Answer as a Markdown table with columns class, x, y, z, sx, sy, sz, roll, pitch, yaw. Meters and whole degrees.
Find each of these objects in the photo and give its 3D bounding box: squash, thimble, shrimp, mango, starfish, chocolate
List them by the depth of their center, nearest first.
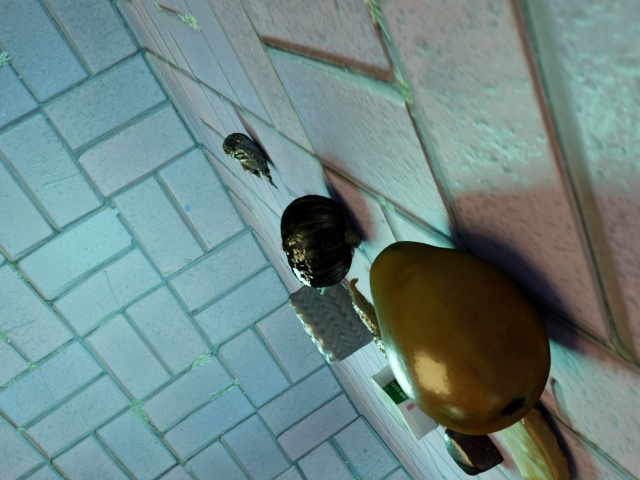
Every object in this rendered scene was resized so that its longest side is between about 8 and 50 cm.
| class | x | y | z | sx | sy | sz | roll | pitch | yaw |
| --- | --- | --- | --- | --- | --- | --- | --- | --- | --- |
| mango | 0.153 | 0.104 | 0.833 | 0.211 | 0.173 | 0.317 | 61 | 177 | -24 |
| squash | -0.006 | 0.000 | 1.375 | 0.193 | 0.156 | 0.193 | 54 | -167 | -18 |
| chocolate | 0.317 | 0.447 | 1.437 | 0.125 | 0.080 | 0.148 | 45 | 164 | 55 |
| starfish | 0.180 | 0.247 | 1.467 | 0.293 | 0.084 | 0.301 | 57 | 176 | -26 |
| shrimp | -0.178 | -0.207 | 1.817 | 0.233 | 0.079 | 0.090 | 47 | 173 | 24 |
| thimble | 0.026 | 0.221 | 1.961 | 0.245 | 0.157 | 0.217 | 57 | 171 | 0 |

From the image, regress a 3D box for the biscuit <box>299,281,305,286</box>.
| class | x | y | z | sx | sy | sz | roll | pitch | yaw |
| --- | --- | --- | --- | --- | --- | --- | --- | --- | --- |
| biscuit | 0.020 | 0.234 | 2.361 | 0.237 | 0.062 | 0.290 | 44 | 163 | 58 |

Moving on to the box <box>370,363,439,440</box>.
| class | x | y | z | sx | sy | sz | roll | pitch | yaw |
| --- | --- | --- | --- | --- | --- | --- | --- | --- | --- |
| box | 0.231 | 0.449 | 1.916 | 0.135 | 0.081 | 0.199 | 61 | 169 | -20 |

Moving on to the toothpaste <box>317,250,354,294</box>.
| class | x | y | z | sx | sy | sz | roll | pitch | yaw |
| --- | --- | --- | --- | --- | --- | --- | --- | --- | --- |
| toothpaste | 0.022 | 0.062 | 1.666 | 0.067 | 0.081 | 0.336 | 52 | 171 | 9 |

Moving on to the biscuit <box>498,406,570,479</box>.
| class | x | y | z | sx | sy | sz | roll | pitch | yaw |
| --- | --- | --- | --- | --- | --- | --- | --- | --- | --- |
| biscuit | 0.294 | 0.268 | 1.050 | 0.308 | 0.040 | 0.204 | 57 | 172 | -6 |
